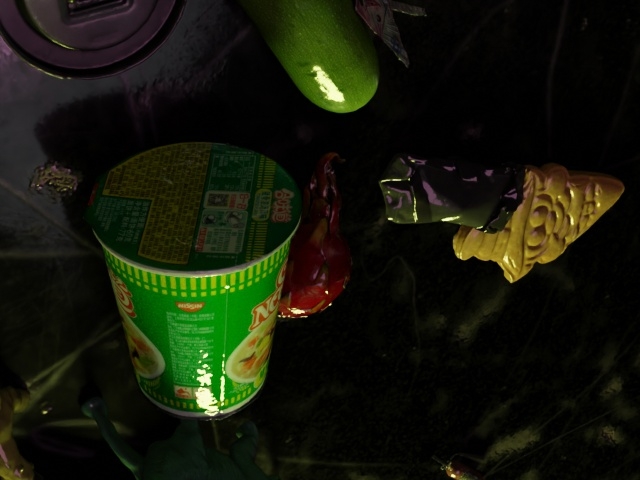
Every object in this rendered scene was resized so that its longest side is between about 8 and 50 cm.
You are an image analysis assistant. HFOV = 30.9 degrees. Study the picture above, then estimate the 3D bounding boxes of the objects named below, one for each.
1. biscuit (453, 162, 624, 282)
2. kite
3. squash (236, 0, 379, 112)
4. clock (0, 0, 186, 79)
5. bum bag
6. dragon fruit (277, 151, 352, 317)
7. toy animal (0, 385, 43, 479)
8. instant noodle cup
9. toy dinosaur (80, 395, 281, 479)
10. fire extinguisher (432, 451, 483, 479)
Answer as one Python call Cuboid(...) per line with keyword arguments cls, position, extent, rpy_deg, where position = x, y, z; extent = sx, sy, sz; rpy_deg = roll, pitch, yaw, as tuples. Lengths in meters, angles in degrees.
Cuboid(cls="biscuit", position=(0.278, -0.029, 1.446), extent=(0.250, 0.035, 0.162), rpy_deg=(-22, 132, -19))
Cuboid(cls="kite", position=(0.069, -0.239, 1.159), extent=(0.152, 0.005, 0.137), rpy_deg=(-27, 101, -59))
Cuboid(cls="squash", position=(-0.043, -0.253, 1.068), extent=(0.101, 0.101, 0.379), rpy_deg=(-39, 129, -3))
Cuboid(cls="clock", position=(-0.206, -0.233, 1.022), extent=(0.184, 0.040, 0.185), rpy_deg=(-15, 126, -22))
Cuboid(cls="bum bag", position=(0.157, -0.053, 1.341), extent=(0.197, 0.049, 0.087), rpy_deg=(5, 112, -26))
Cuboid(cls="dragon fruit", position=(0.000, 0.000, 1.266), extent=(0.094, 0.094, 0.191), rpy_deg=(16, 98, -37))
Cuboid(cls="toy animal", position=(-0.342, 0.154, 1.151), extent=(0.103, 0.101, 0.219), rpy_deg=(-23, 128, -18))
Cuboid(cls="instant noodle cup", position=(-0.125, 0.049, 1.168), extent=(0.207, 0.207, 0.233), rpy_deg=(-16, 135, -21))
Cuboid(cls="toy dinosaur", position=(-0.099, 0.301, 1.235), extent=(0.129, 0.331, 0.383), rpy_deg=(-46, 129, 6))
Cuboid(cls="fire extinguisher", position=(0.201, 0.314, 1.616), extent=(0.046, 0.032, 0.100), rpy_deg=(-40, 138, 13))
